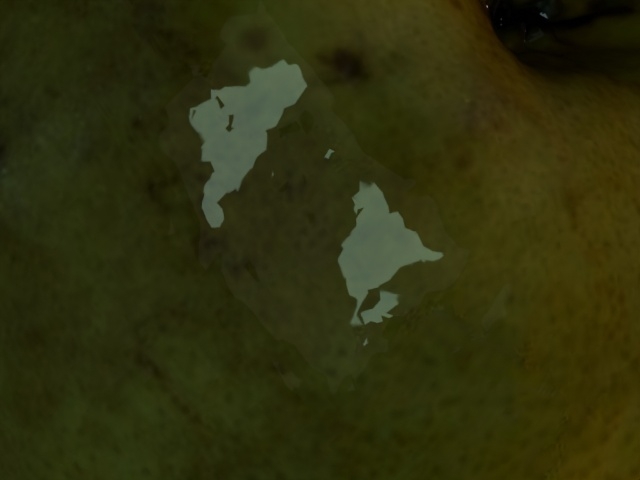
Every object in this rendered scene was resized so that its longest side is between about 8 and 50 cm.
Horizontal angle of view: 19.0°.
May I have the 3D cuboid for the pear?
[{"bbox_3d":[0.000,0.000,0.603,0.304,0.304,0.304,0,97,1],"label":"pear"}]
